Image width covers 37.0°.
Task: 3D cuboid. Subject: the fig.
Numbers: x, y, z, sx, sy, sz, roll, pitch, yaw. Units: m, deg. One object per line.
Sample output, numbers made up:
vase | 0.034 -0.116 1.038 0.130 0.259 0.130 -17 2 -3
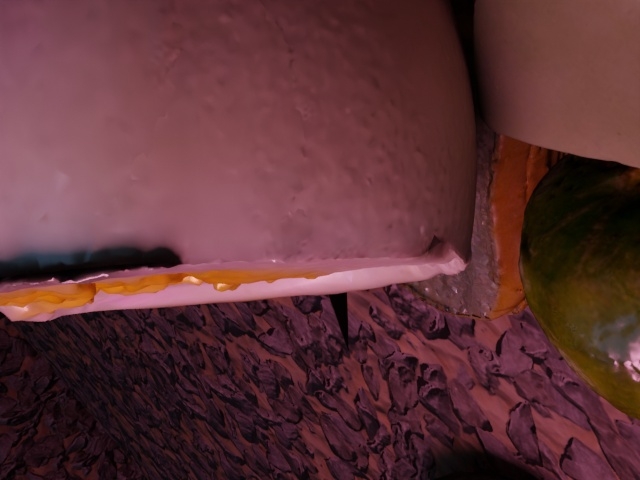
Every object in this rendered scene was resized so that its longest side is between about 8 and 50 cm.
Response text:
fig | 0.255 0.046 0.626 0.203 0.203 0.235 14 151 52

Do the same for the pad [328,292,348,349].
pad | 0.000 0.000 1.048 0.143 0.003 0.211 -89 -17 -61

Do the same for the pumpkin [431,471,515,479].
pumpkin | 0.195 0.400 1.075 0.300 0.207 0.300 40 140 45

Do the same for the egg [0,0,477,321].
egg | -0.083 -0.128 0.618 0.354 0.354 0.340 -15 78 61

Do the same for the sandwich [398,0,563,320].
sandwich | 0.082 -0.085 0.817 0.271 0.099 0.301 34 145 40

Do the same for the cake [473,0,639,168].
cake | 0.229 -0.086 0.534 0.283 0.158 0.172 42 151 17
